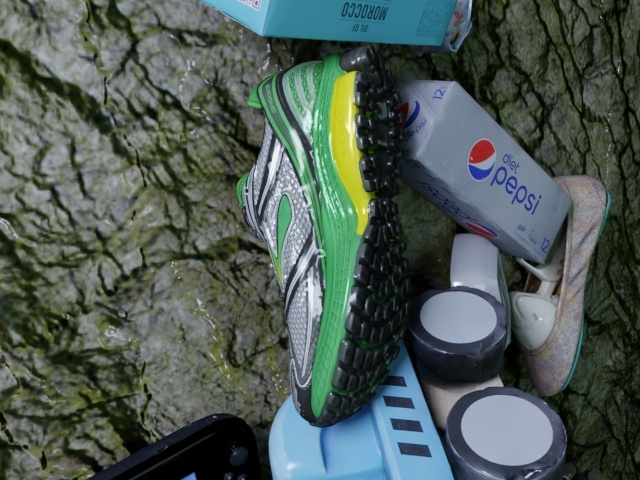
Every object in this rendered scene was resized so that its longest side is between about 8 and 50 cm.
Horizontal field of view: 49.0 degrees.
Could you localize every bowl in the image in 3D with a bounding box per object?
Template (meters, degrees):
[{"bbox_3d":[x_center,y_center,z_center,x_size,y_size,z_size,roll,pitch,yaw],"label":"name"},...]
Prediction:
[{"bbox_3d":[0.201,0.070,0.867,0.142,0.053,0.142,-62,138,-59],"label":"bowl"}]

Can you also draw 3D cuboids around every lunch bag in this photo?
[{"bbox_3d":[0.127,-0.247,0.765,0.053,0.071,0.083,-5,103,-32],"label":"lunch bag"}]

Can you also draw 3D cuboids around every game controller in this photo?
[{"bbox_3d":[-0.191,0.287,0.650,0.319,0.067,0.166,-24,115,-31],"label":"game controller"}]

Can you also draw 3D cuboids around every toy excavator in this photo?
[{"bbox_3d":[0.007,0.281,0.664,0.446,0.432,0.222,-10,128,-3],"label":"toy excavator"}]

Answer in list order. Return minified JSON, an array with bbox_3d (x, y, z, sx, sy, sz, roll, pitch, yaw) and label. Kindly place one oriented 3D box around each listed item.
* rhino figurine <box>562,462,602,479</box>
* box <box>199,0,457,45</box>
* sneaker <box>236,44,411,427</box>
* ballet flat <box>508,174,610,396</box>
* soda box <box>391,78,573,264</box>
[{"bbox_3d":[0.323,0.431,1.075,0.243,0.106,0.073,-39,81,-24],"label":"rhino figurine"},{"bbox_3d":[0.013,-0.224,0.632,0.244,0.100,0.060,-14,131,-45],"label":"box"},{"bbox_3d":[0.000,0.000,0.661,0.134,0.146,0.343,14,75,-61],"label":"sneaker"},{"bbox_3d":[0.313,0.058,0.986,0.106,0.107,0.315,12,88,-20],"label":"ballet flat"},{"bbox_3d":[0.186,-0.077,0.841,0.286,0.091,0.098,31,83,-39],"label":"soda box"}]
